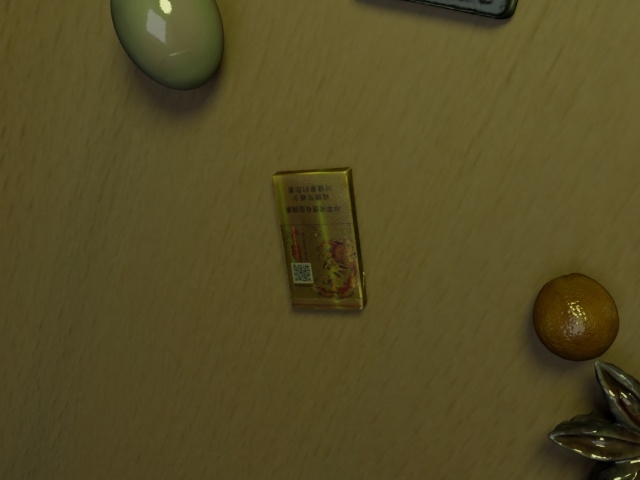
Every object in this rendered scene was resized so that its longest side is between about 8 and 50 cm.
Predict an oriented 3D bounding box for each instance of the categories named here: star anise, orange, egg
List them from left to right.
[{"bbox_3d":[-0.150,-0.214,0.702,0.103,0.103,0.135,-20,102,25],"label":"egg"},{"bbox_3d":[0.243,0.073,0.679,0.084,0.085,0.085,7,111,18],"label":"orange"},{"bbox_3d":[0.322,0.208,0.691,0.262,0.081,0.230,-41,99,16],"label":"star anise"}]

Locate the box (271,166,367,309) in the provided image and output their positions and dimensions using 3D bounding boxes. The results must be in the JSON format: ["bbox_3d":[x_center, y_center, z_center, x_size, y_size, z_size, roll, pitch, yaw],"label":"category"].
[{"bbox_3d":[0.000,0.000,0.770,0.089,0.022,0.157,-2,108,23],"label":"box"}]

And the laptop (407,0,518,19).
[{"bbox_3d":[0.117,-0.308,0.612,0.153,0.026,0.207,17,114,15],"label":"laptop"}]
